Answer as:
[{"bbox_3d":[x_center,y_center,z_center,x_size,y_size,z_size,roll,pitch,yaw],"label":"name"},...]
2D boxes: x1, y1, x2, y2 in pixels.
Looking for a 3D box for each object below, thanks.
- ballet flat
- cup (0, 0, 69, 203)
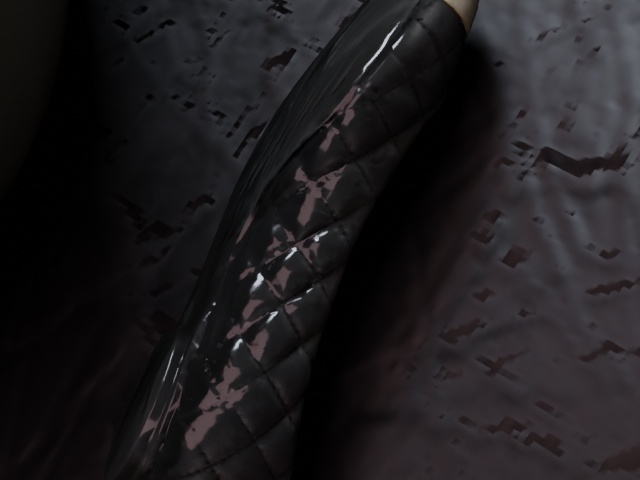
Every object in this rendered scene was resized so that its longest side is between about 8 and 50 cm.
[{"bbox_3d":[0.000,0.000,0.364,0.173,0.049,0.057,-63,16,-9],"label":"ballet flat"},{"bbox_3d":[-0.214,-0.125,0.304,0.331,0.237,0.331,4,72,-13],"label":"cup"}]
